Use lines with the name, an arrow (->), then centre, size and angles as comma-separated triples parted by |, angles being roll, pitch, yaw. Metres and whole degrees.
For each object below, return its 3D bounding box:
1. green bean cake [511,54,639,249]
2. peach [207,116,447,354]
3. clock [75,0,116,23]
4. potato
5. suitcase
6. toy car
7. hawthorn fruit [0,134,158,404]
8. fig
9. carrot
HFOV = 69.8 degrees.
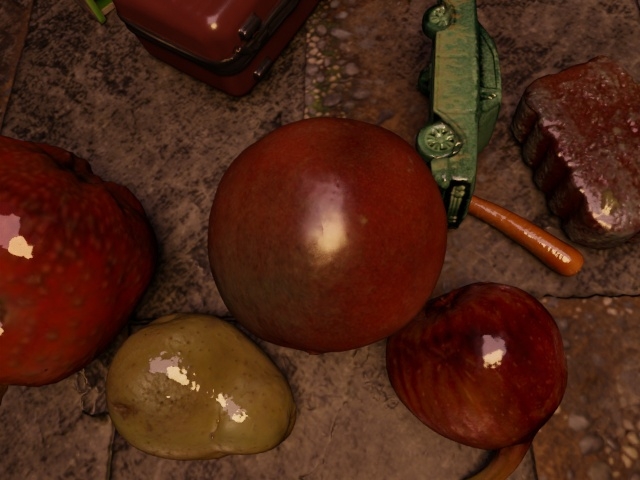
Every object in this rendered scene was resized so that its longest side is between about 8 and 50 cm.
green bean cake -> 0.365, -0.112, 0.566 | 0.198, 0.097, 0.232 | -22, 70, 0
peach -> 0.000, 0.000, 0.488 | 0.252, 0.252, 0.252 | -2, 71, 6
clock -> -0.317, -0.547, 0.719 | 0.166, 0.235, 0.309 | 42, 80, 16
potato -> -0.120, 0.163, 0.499 | 0.194, 0.157, 0.157 | 17, 74, 10
suitcase -> -0.135, -0.385, 0.681 | 0.236, 0.161, 0.297 | 30, 77, 15
toy car -> 0.170, -0.179, 0.575 | 0.097, 0.141, 0.320 | 3, 67, 10
hawthorn fruit -> -0.328, 0.032, 0.512 | 0.275, 0.275, 0.299 | 9, 83, 9
fig -> 0.175, 0.151, 0.474 | 0.175, 0.175, 0.207 | -29, 85, -4
carrot -> 0.241, -0.018, 0.583 | 0.190, 0.037, 0.037 | 37, 79, 20
